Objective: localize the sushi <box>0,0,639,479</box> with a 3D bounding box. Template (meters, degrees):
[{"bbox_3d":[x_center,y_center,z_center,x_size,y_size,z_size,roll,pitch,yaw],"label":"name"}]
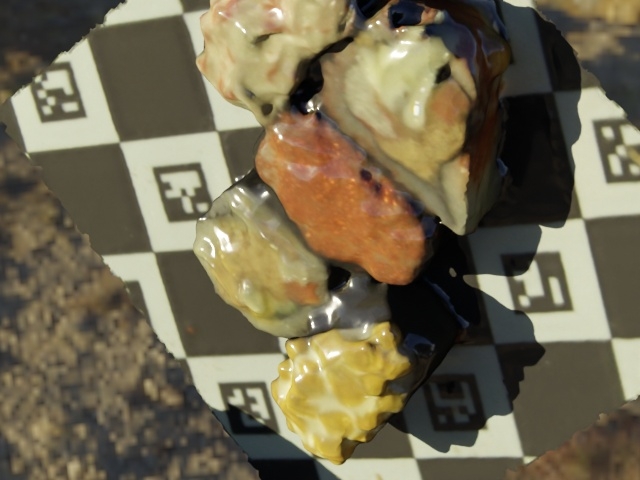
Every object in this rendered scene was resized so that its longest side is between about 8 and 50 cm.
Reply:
[{"bbox_3d":[0.000,0.000,0.874,0.292,0.294,0.059,-37,3,37],"label":"sushi"}]
